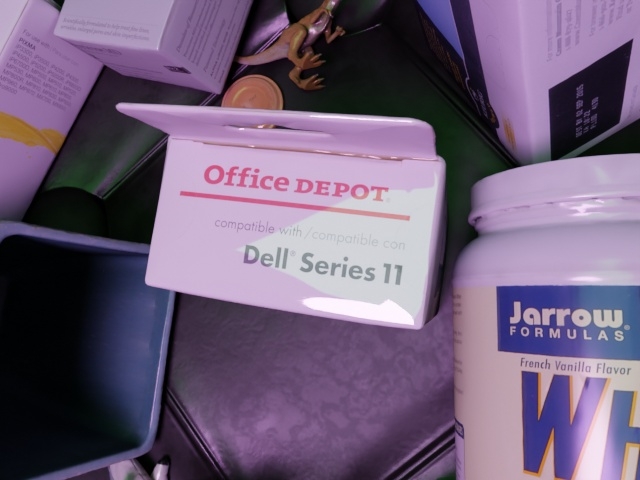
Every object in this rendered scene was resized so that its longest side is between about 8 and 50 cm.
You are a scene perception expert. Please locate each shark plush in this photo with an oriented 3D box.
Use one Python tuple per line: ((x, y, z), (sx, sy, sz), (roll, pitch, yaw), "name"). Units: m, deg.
((-0.217, 0.328, 0.649), (0.067, 0.073, 0.161), (-9, 102, 32), "shark plush")

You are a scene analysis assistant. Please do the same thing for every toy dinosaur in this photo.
((-0.035, -0.240, 0.661), (0.212, 0.064, 0.112), (-26, 66, 22), "toy dinosaur")

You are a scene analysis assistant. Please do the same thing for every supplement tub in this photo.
((0.232, 0.110, 0.451), (0.236, 0.235, 0.324), (-1, 83, 14), "supplement tub")

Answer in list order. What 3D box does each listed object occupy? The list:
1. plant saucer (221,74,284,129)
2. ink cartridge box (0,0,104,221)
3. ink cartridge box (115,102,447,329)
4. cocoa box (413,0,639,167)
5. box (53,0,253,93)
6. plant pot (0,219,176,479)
((-0.087, -0.170, 0.678), (0.084, 0.013, 0.083), (-2, 83, 13), "plant saucer")
((-0.502, -0.171, 0.706), (0.279, 0.160, 0.384), (29, 92, 15), "ink cartridge box")
((0.000, 0.000, 0.460), (0.207, 0.353, 0.119), (7, 85, 15), "ink cartridge box")
((0.197, -0.262, 0.426), (0.232, 0.347, 0.227), (-31, 59, 9), "cocoa box")
((-0.192, -0.294, 0.648), (0.181, 0.119, 0.181), (18, 88, 27), "box")
((-0.349, 0.110, 0.601), (0.253, 0.247, 0.247), (4, 84, 25), "plant pot")
